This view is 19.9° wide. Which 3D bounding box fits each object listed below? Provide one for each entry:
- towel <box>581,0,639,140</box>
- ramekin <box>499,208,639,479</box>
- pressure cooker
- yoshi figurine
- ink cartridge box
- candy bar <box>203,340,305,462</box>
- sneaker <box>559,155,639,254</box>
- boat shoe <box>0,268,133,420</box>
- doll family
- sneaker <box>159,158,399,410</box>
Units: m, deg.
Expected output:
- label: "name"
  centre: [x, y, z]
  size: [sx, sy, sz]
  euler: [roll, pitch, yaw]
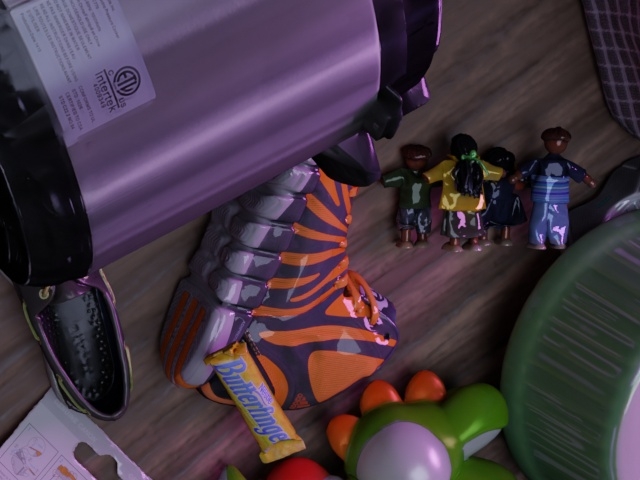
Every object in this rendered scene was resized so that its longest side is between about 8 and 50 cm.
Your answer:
- label: "towel"
  centre: [0.318, -0.203, 1.574]
  size: [0.121, 0.235, 0.284]
  euler: [-20, 108, -11]
- label: "ramekin"
  centre: [0.328, 0.133, 1.663]
  size: [0.303, 0.148, 0.303]
  euler: [-12, 114, -27]
- label: "pressure cooker"
  centre: [-0.110, -0.200, 1.313]
  size: [0.420, 0.375, 0.370]
  euler: [-29, 151, -17]
- label: "yoshi figurine"
  centre: [0.044, 0.278, 1.600]
  size: [0.362, 0.203, 0.203]
  euler: [-36, 128, -14]
- label: "ink cartridge box"
  centre: [-0.250, 0.262, 1.553]
  size: [0.181, 0.056, 0.225]
  euler: [49, 63, -23]
- label: "candy bar"
  centre: [-0.056, 0.136, 1.528]
  size: [0.040, 0.018, 0.161]
  euler: [-21, 137, 5]
- label: "sneaker"
  centre: [0.284, -0.025, 1.702]
  size: [0.152, 0.053, 0.061]
  euler: [-37, 127, -8]
- label: "boat shoe"
  centre: [-0.209, 0.043, 1.499]
  size: [0.081, 0.068, 0.228]
  euler: [-26, 110, -20]
- label: "doll family"
  centre: [0.152, -0.048, 1.630]
  size: [0.193, 0.076, 0.111]
  euler: [-2, 98, -27]
- label: "sneaker"
  centre: [0.000, 0.000, 1.561]
  size: [0.180, 0.124, 0.321]
  euler: [19, 104, -28]
